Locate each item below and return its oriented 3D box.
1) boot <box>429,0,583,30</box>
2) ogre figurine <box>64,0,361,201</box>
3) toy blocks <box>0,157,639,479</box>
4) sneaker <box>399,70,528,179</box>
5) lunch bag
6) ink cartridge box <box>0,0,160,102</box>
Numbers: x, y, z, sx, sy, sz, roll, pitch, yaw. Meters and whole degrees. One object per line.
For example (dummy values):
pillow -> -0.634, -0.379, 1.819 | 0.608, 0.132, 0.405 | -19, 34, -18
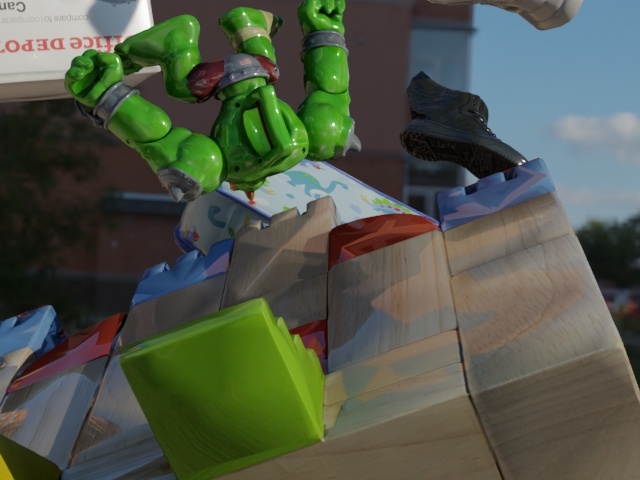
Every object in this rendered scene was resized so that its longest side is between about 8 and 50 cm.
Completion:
boot -> 0.191, -0.266, 1.514 | 0.123, 0.095, 0.258 | 26, 10, -13
ogre figurine -> -0.058, -0.092, 0.947 | 0.197, 0.118, 0.097 | -10, -21, -42
toy blocks -> -0.024, 0.074, 0.580 | 0.381, 0.190, 0.261 | -20, 19, 9
sneaker -> 0.146, -0.111, 1.412 | 0.170, 0.051, 0.089 | 20, 52, 31
lunch bag -> 0.000, 0.000, 1.221 | 0.219, 0.090, 0.176 | 29, 27, 5
ink cartridge box -> -0.224, -0.220, 1.105 | 0.159, 0.217, 0.092 | -9, 1, -32
